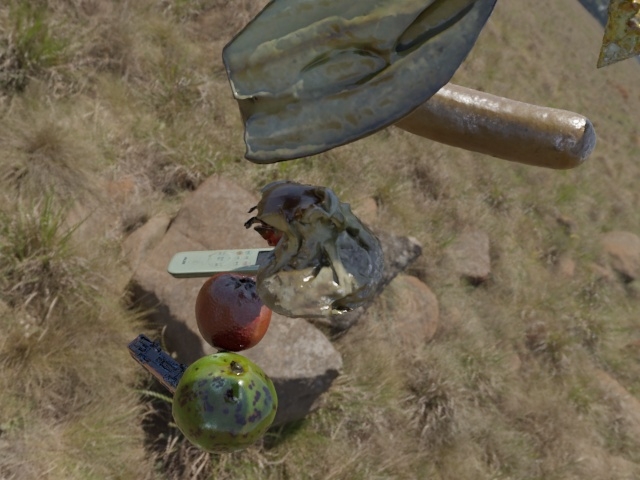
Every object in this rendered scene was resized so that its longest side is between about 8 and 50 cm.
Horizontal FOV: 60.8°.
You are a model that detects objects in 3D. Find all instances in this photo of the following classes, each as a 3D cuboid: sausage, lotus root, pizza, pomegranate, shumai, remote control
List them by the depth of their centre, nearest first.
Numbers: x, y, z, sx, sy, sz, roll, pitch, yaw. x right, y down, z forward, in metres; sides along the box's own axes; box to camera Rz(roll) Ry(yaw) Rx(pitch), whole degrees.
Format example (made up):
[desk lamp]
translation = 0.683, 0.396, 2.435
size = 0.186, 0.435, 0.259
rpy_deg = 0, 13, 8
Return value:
[lotus root]
translation = 0.032, -0.220, 0.591
size = 0.210, 0.314, 0.142
rpy_deg = 64, 15, -8
[shumai]
translation = 0.000, 0.000, 0.732
size = 0.162, 0.152, 0.210
rpy_deg = 23, 40, 39
[pizza]
translation = 0.421, -0.273, 0.735
size = 0.123, 0.108, 0.026
rpy_deg = 31, 20, -17
[pomegranate]
translation = -0.200, 0.351, 1.126
size = 0.211, 0.262, 0.211
rpy_deg = 13, 30, -8
[sausage]
translation = 0.310, -0.250, 1.127
size = 0.502, 0.123, 0.136
rpy_deg = 16, 1, 4
[remote control]
translation = -0.228, 0.059, 1.368
size = 0.310, 0.038, 0.090
rpy_deg = -2, 35, 7

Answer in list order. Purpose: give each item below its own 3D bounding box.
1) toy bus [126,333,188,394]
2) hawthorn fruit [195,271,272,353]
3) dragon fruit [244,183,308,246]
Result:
[toy bus]
translation = -0.423, 0.347, 1.477
size = 0.235, 0.096, 0.073
rpy_deg = 34, 56, 19
[hawthorn fruit]
translation = -0.193, 0.163, 1.183
size = 0.169, 0.188, 0.169
rpy_deg = 22, 17, -7
[dragon fruit]
translation = -0.062, -0.037, 1.054
size = 0.130, 0.121, 0.141
rpy_deg = -43, 114, -38
